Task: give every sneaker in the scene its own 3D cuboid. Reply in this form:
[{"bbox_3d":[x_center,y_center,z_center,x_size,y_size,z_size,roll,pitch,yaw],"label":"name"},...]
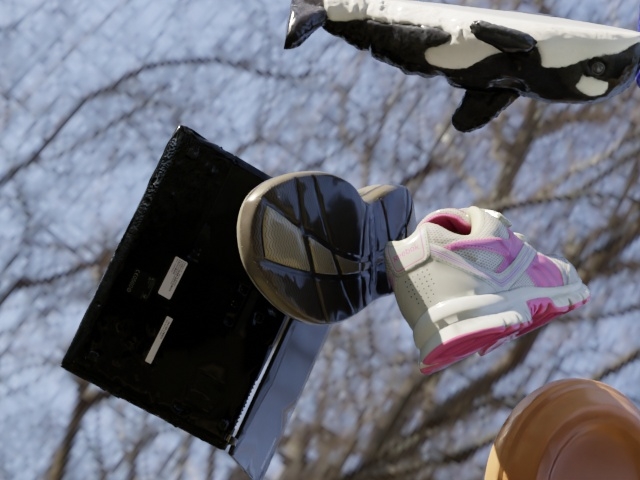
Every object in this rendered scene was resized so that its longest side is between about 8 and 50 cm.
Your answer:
[{"bbox_3d":[0.126,0.023,1.379,0.103,0.252,0.111,-29,-98,20],"label":"sneaker"}]

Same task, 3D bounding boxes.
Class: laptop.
[{"bbox_3d":[-0.088,0.065,1.611,0.264,0.234,0.136,30,-15,-22],"label":"laptop"}]

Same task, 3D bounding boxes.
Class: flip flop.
[{"bbox_3d":[0.000,0.000,1.362,0.080,0.277,0.112,3,-85,22],"label":"flip flop"}]

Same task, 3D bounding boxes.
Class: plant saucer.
[{"bbox_3d":[0.218,0.212,1.467,0.037,0.200,0.200,-6,-53,53],"label":"plant saucer"}]

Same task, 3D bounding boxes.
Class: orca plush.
[{"bbox_3d":[0.112,-0.135,1.455,0.287,0.151,0.102,5,-78,-6],"label":"orca plush"}]

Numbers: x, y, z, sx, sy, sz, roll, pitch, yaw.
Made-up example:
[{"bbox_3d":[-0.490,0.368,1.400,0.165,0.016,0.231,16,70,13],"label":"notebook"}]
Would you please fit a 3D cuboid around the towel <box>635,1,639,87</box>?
[{"bbox_3d":[0.391,-0.232,1.574,0.228,0.308,0.076,16,-37,-9],"label":"towel"}]
